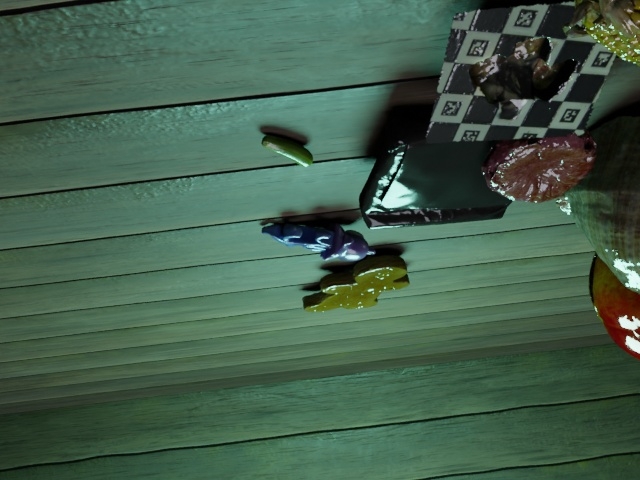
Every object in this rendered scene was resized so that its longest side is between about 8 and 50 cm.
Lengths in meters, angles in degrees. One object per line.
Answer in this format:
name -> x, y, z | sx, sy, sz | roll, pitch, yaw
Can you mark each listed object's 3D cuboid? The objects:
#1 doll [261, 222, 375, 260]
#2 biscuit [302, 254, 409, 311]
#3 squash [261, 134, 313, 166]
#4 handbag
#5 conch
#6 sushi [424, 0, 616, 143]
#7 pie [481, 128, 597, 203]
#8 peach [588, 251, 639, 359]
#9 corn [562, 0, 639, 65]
doll -> 0.000, 0.000, 1.331 | 0.206, 0.067, 0.110 | 12, 170, -17
biscuit -> 0.086, 0.088, 1.621 | 0.197, 0.049, 0.301 | -4, 161, -21
squash -> -0.042, -0.120, 1.030 | 0.027, 0.027, 0.089 | -22, 152, 35
handbag -> 0.183, -0.106, 1.079 | 0.247, 0.080, 0.223 | -5, 151, -15
conch -> 0.474, -0.025, 1.081 | 0.352, 0.210, 0.297 | 4, 138, 34
sushi -> 0.225, -0.196, 0.874 | 0.210, 0.040, 0.193 | -6, 139, -12
pie -> 0.285, -0.099, 1.007 | 0.153, 0.038, 0.153 | -9, 146, -6
peach -> 0.662, 0.071, 1.316 | 0.370, 0.370, 0.370 | -6, 160, -2
corn -> 0.362, -0.214, 0.793 | 0.293, 0.106, 0.106 | 10, 155, -39
